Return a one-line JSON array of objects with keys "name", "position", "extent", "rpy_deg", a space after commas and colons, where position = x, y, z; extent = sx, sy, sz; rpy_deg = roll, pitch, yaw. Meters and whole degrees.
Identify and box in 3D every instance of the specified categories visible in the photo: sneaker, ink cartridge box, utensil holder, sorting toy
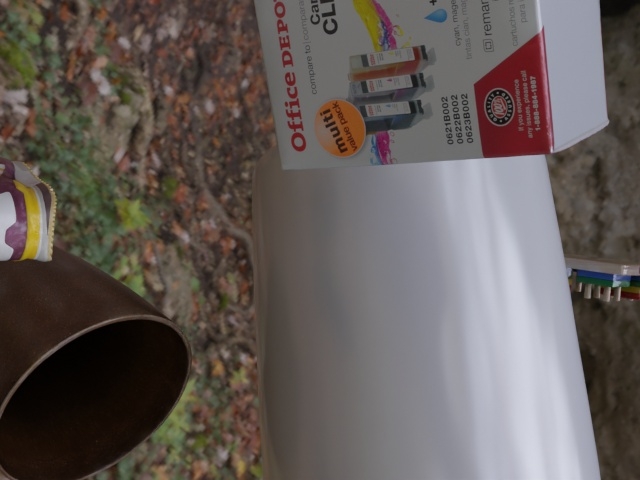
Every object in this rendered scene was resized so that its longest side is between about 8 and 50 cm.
[{"name": "sneaker", "position": [-0.255, -0.027, 0.698], "extent": [0.084, 0.185, 0.069], "rpy_deg": [3, 96, -32]}, {"name": "ink cartridge box", "position": [0.068, -0.117, 0.579], "extent": [0.127, 0.176, 0.128], "rpy_deg": [-26, 111, -56]}, {"name": "utensil holder", "position": [0.095, 0.104, 0.933], "extent": [0.327, 0.328, 0.385], "rpy_deg": [41, 43, -68]}, {"name": "sorting toy", "position": [0.339, 0.045, 1.150], "extent": [0.132, 0.275, 0.046], "rpy_deg": [3, 94, -48]}]

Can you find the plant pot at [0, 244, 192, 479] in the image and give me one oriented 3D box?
[{"name": "plant pot", "position": [-0.286, 0.097, 0.989], "extent": [0.215, 0.230, 0.215], "rpy_deg": [-28, 141, -26]}]
